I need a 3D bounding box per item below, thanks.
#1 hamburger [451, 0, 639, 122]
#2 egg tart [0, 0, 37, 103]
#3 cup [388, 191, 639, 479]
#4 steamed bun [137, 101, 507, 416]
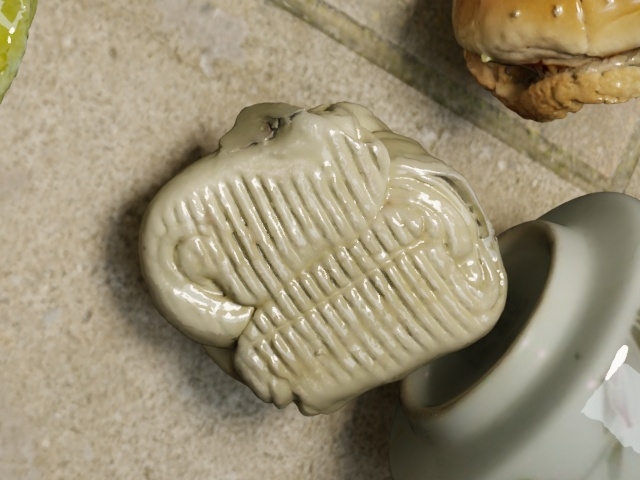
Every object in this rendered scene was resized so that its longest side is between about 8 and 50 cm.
[{"bbox_3d":[0.221,-0.187,1.092,0.286,0.243,0.146,-38,117,-38],"label":"hamburger"},{"bbox_3d":[-0.222,-0.147,0.873,0.078,0.197,0.197,15,93,7],"label":"egg tart"},{"bbox_3d":[0.168,0.100,1.084,0.163,0.347,0.347,36,80,-17],"label":"cup"},{"bbox_3d":[-0.001,-0.002,1.051,0.218,0.144,0.211,-33,108,9],"label":"steamed bun"}]
